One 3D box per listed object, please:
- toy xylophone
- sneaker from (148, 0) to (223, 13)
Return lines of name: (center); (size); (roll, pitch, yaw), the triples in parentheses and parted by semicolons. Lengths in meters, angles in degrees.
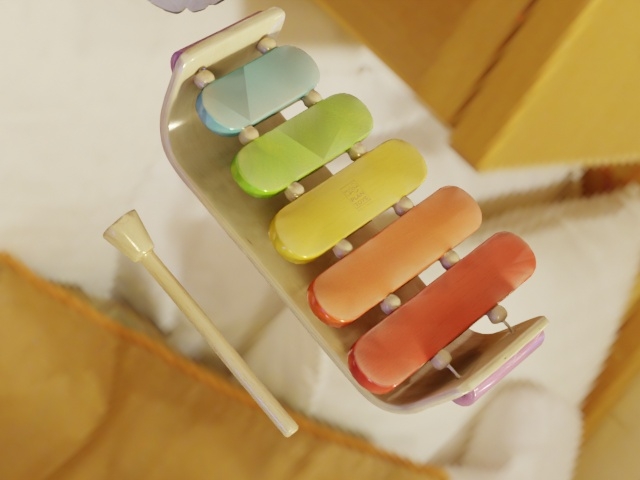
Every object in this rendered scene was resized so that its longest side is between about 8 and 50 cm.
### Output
toy xylophone: (0.000, 0.000, 1.316); (0.236, 0.322, 0.081); (-45, 178, -45)
sneaker: (-0.150, -0.274, 1.414); (0.107, 0.275, 0.110); (-38, 142, -26)
